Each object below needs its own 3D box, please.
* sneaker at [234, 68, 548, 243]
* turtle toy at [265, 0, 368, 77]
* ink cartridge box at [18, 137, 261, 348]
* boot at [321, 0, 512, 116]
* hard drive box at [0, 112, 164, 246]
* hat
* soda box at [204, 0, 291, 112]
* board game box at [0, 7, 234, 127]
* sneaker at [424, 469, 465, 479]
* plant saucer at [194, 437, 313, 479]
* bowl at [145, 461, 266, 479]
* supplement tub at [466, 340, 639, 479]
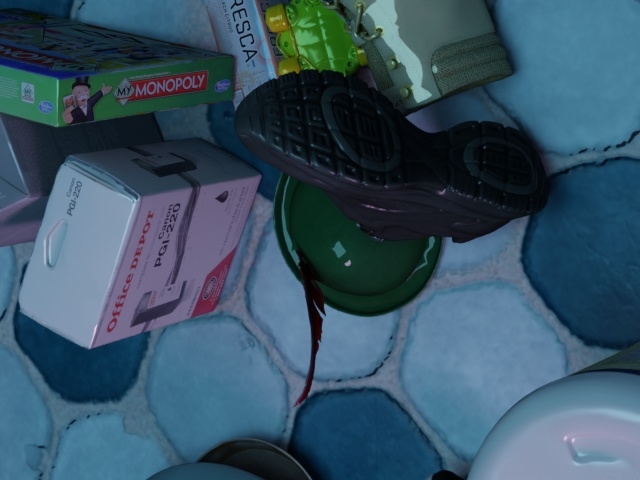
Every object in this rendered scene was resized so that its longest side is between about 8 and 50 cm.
[{"bbox_3d":[0.049,-0.052,1.548,0.130,0.286,0.109,-42,38,48],"label":"sneaker"},{"bbox_3d":[0.007,-0.170,1.660,0.095,0.066,0.130,-13,89,5],"label":"turtle toy"},{"bbox_3d":[-0.164,-0.002,1.693,0.092,0.218,0.158,28,110,24],"label":"ink cartridge box"},{"bbox_3d":[0.025,-0.196,1.575,0.262,0.095,0.203,-16,92,-14],"label":"boot"},{"bbox_3d":[-0.282,-0.058,1.746,0.181,0.232,0.089,-24,84,29],"label":"hard drive box"},{"bbox_3d":[0.000,0.000,1.619,0.208,0.183,0.173,45,115,17],"label":"hat"},{"bbox_3d":[-0.061,-0.202,1.698,0.058,0.063,0.183,-16,89,33],"label":"soda box"},{"bbox_3d":[-0.266,-0.165,1.699,0.317,0.213,0.046,16,110,39],"label":"board game box"},{"bbox_3d":[0.199,0.258,1.606,0.217,0.079,0.121,46,113,8],"label":"sneaker"},{"bbox_3d":[-0.059,0.271,1.777,0.168,0.029,0.168,5,99,30],"label":"plant saucer"},{"bbox_3d":[-0.122,0.382,1.722,0.311,0.163,0.311,11,112,30],"label":"bowl"},{"bbox_3d":[0.274,0.192,1.404,0.235,0.325,0.235,4,98,29],"label":"supplement tub"}]
